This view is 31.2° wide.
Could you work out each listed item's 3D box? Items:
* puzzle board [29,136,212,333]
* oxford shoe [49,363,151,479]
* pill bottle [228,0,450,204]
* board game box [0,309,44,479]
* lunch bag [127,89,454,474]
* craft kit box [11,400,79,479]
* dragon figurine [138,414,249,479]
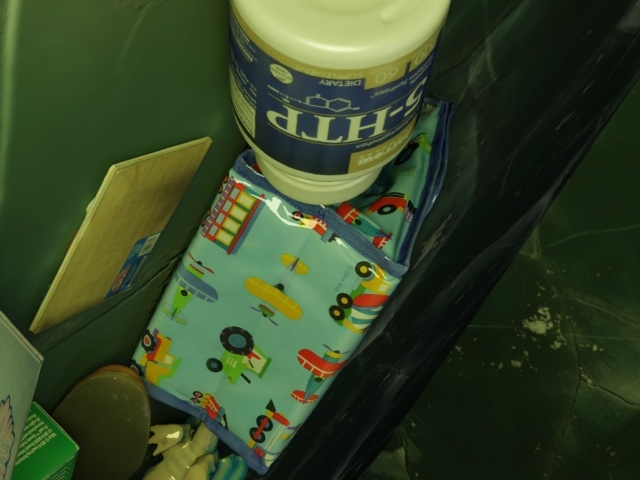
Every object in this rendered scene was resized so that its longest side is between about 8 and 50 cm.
[{"bbox_3d":[-0.121,-0.005,0.691,0.128,0.011,0.096,-57,166,29],"label":"puzzle board"},{"bbox_3d":[-0.171,0.150,0.868,0.076,0.076,0.212,-75,-171,-46],"label":"oxford shoe"},{"bbox_3d":[0.005,-0.097,0.632,0.112,0.112,0.187,-45,165,-20],"label":"pill bottle"},{"bbox_3d":[-0.200,0.145,0.403,0.319,0.065,0.318,91,9,-69],"label":"board game box"},{"bbox_3d":[0.000,0.000,0.909,0.221,0.138,0.293,-58,176,32],"label":"lunch bag"},{"bbox_3d":[-0.286,0.255,0.777,0.250,0.061,0.247,-38,165,-39],"label":"craft kit box"},{"bbox_3d":[-0.128,0.223,1.115,0.289,0.085,0.144,-51,166,9],"label":"dragon figurine"}]
